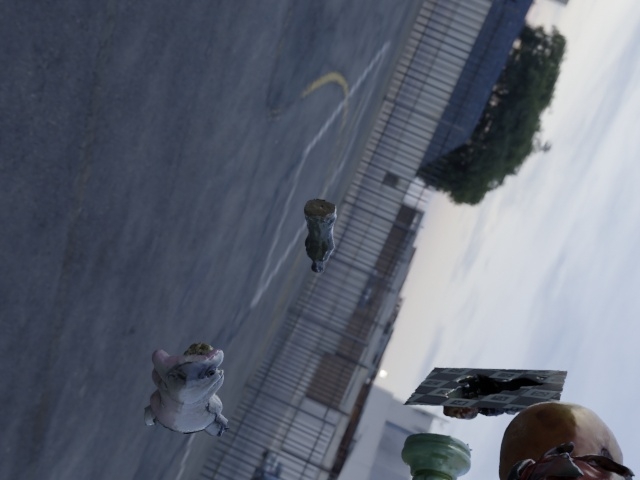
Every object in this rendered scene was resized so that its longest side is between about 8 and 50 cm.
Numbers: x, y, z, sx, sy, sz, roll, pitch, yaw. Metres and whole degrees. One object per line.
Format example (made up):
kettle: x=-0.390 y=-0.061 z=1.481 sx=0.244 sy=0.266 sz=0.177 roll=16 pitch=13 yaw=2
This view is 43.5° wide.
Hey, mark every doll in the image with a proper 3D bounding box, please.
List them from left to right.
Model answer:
doll: x=-0.222 y=0.260 z=1.346 sx=0.095 sy=0.149 sz=0.192 roll=-96 pitch=-168 yaw=-48

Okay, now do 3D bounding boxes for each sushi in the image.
sushi: x=0.377 y=0.355 z=1.773 sx=0.339 sy=0.320 sz=0.068 roll=-14 pitch=101 yaw=-70

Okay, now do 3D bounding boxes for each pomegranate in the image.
pomegranate: x=0.402 y=0.385 z=1.379 sx=0.215 sy=0.215 sz=0.215 roll=24 pitch=90 yaw=-86

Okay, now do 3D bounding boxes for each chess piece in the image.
chess piece: x=0.257 y=0.619 z=1.893 sx=0.175 sy=0.176 sz=0.298 roll=108 pitch=-2 yaw=-57

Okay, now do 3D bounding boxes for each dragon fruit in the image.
dragon fruit: x=0.290 y=0.324 z=0.906 sx=0.189 sy=0.182 sz=0.182 roll=-27 pitch=-169 yaw=21

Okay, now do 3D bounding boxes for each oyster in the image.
oyster: x=-0.262 y=0.240 z=1.650 sx=0.083 sy=0.038 sz=0.081 roll=-36 pitch=-158 yaw=-31

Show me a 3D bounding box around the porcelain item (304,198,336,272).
porcelain item: x=0.000 y=0.000 z=2.032 sx=0.069 sy=0.081 sz=0.215 roll=-67 pitch=163 yaw=-48
